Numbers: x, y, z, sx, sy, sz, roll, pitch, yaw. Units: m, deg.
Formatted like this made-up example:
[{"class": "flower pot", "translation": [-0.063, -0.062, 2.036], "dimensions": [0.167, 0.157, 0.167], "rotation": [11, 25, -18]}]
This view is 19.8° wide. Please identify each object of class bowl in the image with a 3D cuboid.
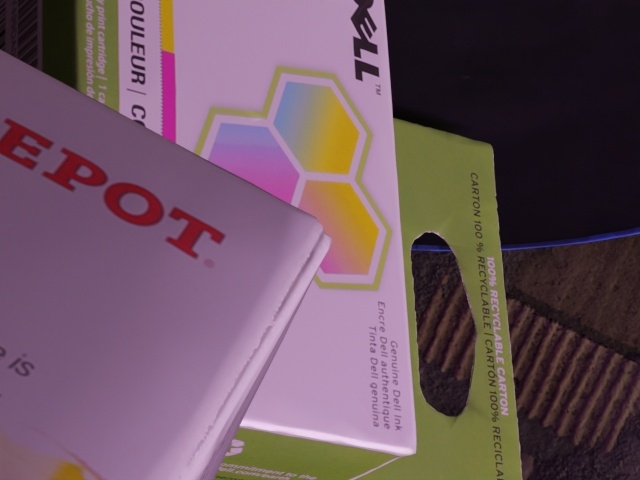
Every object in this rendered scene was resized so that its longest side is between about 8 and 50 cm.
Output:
[{"class": "bowl", "translation": [0.062, -0.095, 0.771], "dimensions": [0.391, 0.391, 0.077], "rotation": [113, -21, -65]}]

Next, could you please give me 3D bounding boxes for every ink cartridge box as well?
[{"class": "ink cartridge box", "translation": [-0.156, 0.092, 0.416], "dimensions": [0.270, 0.198, 0.197], "rotation": [-59, 176, -44]}, {"class": "ink cartridge box", "translation": [0.000, 0.000, 0.662], "dimensions": [0.097, 0.255, 0.189], "rotation": [-31, -125, 47]}]
